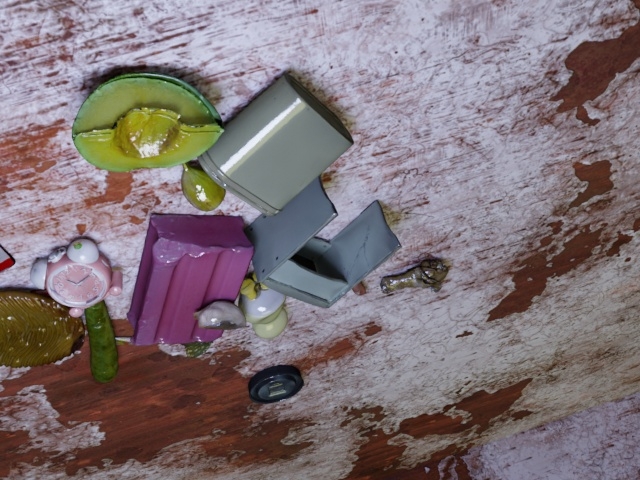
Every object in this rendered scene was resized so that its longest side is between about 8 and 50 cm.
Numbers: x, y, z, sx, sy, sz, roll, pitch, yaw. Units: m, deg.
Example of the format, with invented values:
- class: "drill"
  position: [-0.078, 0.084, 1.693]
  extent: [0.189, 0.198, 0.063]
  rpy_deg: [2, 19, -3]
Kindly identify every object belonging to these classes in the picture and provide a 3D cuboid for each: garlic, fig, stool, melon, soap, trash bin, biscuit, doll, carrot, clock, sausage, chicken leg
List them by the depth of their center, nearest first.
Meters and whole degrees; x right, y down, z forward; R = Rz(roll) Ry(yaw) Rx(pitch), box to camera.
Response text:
- class: "melon"
  position: [-0.331, -0.217, 1.268]
  extent: [0.265, 0.129, 0.169]
  rpy_deg: [-8, 162, -20]
- class: "trash bin"
  position: [-0.087, -0.190, 1.400]
  extent: [0.247, 0.121, 0.243]
  rpy_deg: [-38, 138, 17]
- class: "fig"
  position: [-0.272, -0.136, 1.431]
  extent: [0.093, 0.093, 0.166]
  rpy_deg: [-36, 111, 18]
- class: "clock"
  position: [-0.551, 0.075, 1.533]
  extent: [0.166, 0.093, 0.162]
  rpy_deg: [-27, 132, 8]
- class: "stool"
  position: [0.000, 0.000, 1.617]
  extent: [0.269, 0.170, 0.243]
  rpy_deg: [-41, 138, 23]
- class: "garlic"
  position: [-0.230, 0.180, 1.625]
  extent: [0.152, 0.066, 0.084]
  rpy_deg: [2, 163, -27]
- class: "soap"
  position: [-0.320, 0.102, 1.627]
  extent: [0.233, 0.128, 0.359]
  rpy_deg: [0, 137, -27]
- class: "biscuit"
  position: [-0.733, 0.224, 1.630]
  extent: [0.318, 0.040, 0.318]
  rpy_deg: [-7, 141, -6]
- class: "carrot"
  position: [-0.564, 0.245, 1.736]
  extent: [0.074, 0.074, 0.358]
  rpy_deg: [-6, 136, -18]
- class: "doll"
  position: [-0.152, 0.181, 1.817]
  extent: [0.141, 0.117, 0.296]
  rpy_deg: [-43, 159, -21]
- class: "sausage"
  position: [0.101, 0.098, 1.878]
  extent: [0.047, 0.040, 0.177]
  rpy_deg: [-21, 142, -10]
- class: "chicken leg"
  position: [0.275, 0.112, 1.945]
  extent: [0.196, 0.080, 0.125]
  rpy_deg: [-7, 152, -15]
- class: "clock"
  position: [-0.147, 0.469, 2.201]
  extent: [0.184, 0.040, 0.184]
  rpy_deg: [-12, 141, -10]

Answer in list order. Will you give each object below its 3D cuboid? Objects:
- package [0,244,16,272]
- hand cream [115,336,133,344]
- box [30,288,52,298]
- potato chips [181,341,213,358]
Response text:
- class: "package"
  position: [-0.761, 0.013, 1.404]
  extent: [0.154, 0.030, 0.239]
  rpy_deg: [-19, 141, -4]
- class: "hand cream"
  position: [-0.517, 0.271, 1.823]
  extent: [0.102, 0.022, 0.035]
  rpy_deg: [3, 142, -20]
- class: "box"
  position: [-0.656, 0.148, 1.614]
  extent: [0.051, 0.023, 0.082]
  rpy_deg: [-9, 140, -12]
- class: "potato chips"
  position: [-0.356, 0.260, 1.879]
  extent: [0.142, 0.026, 0.209]
  rpy_deg: [1, 136, -22]
